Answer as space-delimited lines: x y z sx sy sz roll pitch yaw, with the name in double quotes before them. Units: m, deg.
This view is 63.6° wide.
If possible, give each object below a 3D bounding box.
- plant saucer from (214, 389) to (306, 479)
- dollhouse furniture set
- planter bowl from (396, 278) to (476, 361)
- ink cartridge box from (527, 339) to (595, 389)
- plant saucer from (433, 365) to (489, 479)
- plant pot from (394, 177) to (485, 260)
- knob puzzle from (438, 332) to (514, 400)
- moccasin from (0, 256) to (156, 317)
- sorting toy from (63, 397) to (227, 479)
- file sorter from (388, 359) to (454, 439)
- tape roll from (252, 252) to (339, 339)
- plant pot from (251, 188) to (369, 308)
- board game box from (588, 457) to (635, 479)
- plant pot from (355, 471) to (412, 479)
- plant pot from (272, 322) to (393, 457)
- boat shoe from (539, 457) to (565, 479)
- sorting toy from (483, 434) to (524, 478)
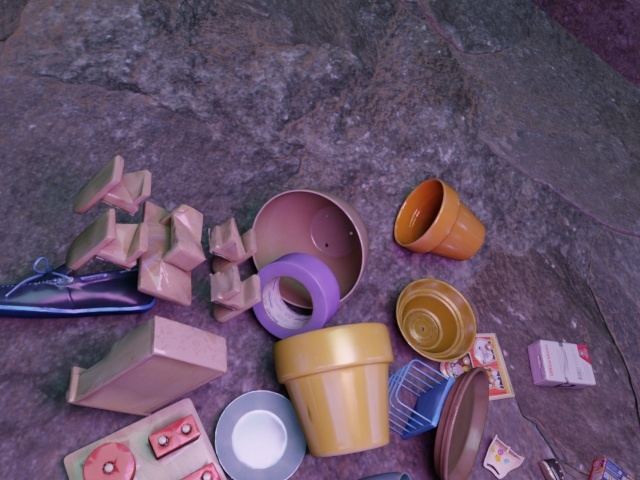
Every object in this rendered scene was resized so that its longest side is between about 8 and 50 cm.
"plant saucer" -0.127 0.419 1.095 0.195 0.037 0.194 8 61 -15
"dollhouse furniture set" -0.336 0.111 1.040 0.362 0.257 0.393 30 37 -42
"planter bowl" 0.276 0.213 1.309 0.218 0.090 0.217 8 59 -14
"ink cartridge box" 0.641 0.333 1.380 0.151 0.063 0.109 9 60 -13
"plant saucer" 0.314 0.412 1.143 0.041 0.277 0.277 11 50 33
"plant pot" 0.340 -0.038 1.419 0.188 0.205 0.205 27 56 -21
"knob puzzle" 0.395 0.322 1.325 0.214 0.030 0.212 8 61 -14
"moccasin" -0.530 0.102 1.091 0.342 0.138 0.116 3 75 -31
"sorting toy" -0.315 0.466 0.976 0.256 0.089 0.257 -21 71 -27
"file sorter" 0.201 0.356 1.161 0.105 0.170 0.118 31 57 3
"tape roll" -0.057 0.127 1.168 0.189 0.189 0.080 42 27 7
"plant pot" 0.000 0.000 1.258 0.284 0.284 0.191 42 27 7
"board game box" 0.706 0.652 1.237 0.147 0.045 0.193 39 58 4
"plant pot" 0.067 0.583 0.958 0.196 0.290 0.289 -6 58 19
"plant pot" 0.040 0.317 1.089 0.254 0.254 0.238 -4 71 -20
"boat shoe" 0.570 0.587 1.226 0.042 0.048 0.132 -10 61 -14
"sorting toy" 0.423 0.517 1.223 0.083 0.045 0.075 40 65 5
